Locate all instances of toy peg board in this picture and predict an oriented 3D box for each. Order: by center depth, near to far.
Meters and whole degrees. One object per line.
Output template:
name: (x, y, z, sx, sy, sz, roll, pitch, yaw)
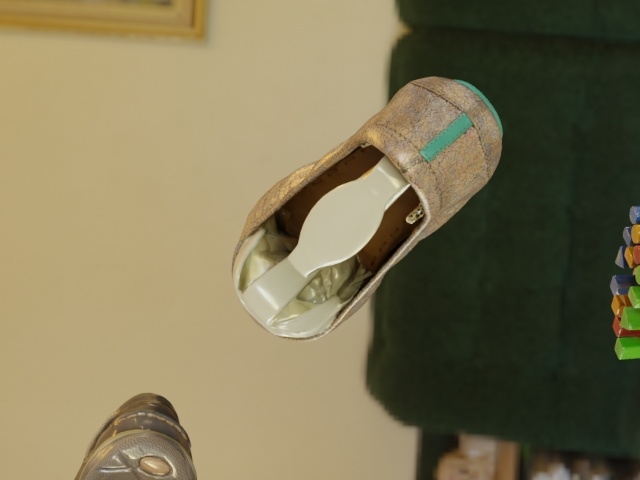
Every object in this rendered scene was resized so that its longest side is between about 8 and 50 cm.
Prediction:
toy peg board: (0.361, 0.042, 1.753, 0.161, 0.079, 0.161, -105, 17, -49)

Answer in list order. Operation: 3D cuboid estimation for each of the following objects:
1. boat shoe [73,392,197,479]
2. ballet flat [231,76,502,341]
boat shoe: (-0.197, 0.293, 1.517, 0.130, 0.132, 0.355, -84, 20, -57)
ballet flat: (0.000, 0.000, 1.056, 0.106, 0.107, 0.316, -45, -3, -41)
